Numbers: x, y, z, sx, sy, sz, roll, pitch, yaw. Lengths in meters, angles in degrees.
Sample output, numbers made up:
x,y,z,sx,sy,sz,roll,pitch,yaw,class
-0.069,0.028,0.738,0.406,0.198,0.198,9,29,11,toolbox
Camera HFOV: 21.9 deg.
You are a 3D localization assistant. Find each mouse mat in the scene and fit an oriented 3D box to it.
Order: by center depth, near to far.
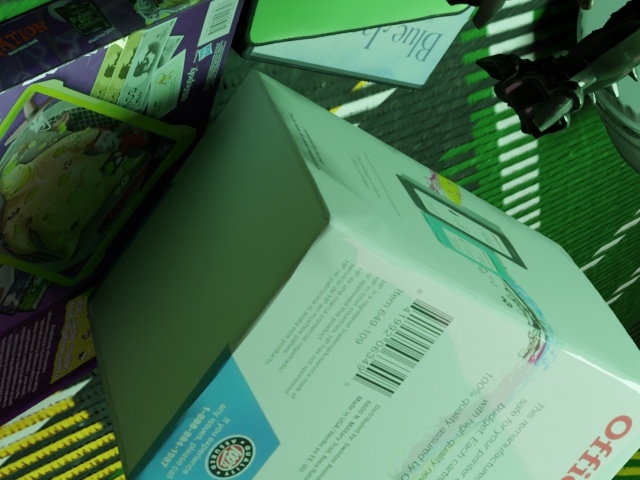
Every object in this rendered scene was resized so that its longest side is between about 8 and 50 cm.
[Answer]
x,y,z,sx,sy,sz,roll,pitch,yaw,class
0.045,-0.193,1.036,0.190,0.007,0.152,-14,140,-34,mouse mat

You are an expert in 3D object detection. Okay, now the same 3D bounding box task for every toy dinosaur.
x,y,z,sx,sy,sz,roll,pitch,yaw,class
0.166,-0.178,0.906,0.218,0.164,0.322,-34,-172,4,toy dinosaur

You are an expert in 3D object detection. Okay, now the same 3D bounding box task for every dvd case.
x,y,z,sx,sy,sz,roll,pitch,yaw,class
0.068,-0.209,1.064,0.180,0.022,0.253,4,129,-47,dvd case

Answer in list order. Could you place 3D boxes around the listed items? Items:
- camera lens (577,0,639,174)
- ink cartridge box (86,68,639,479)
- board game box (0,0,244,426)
x,y,z,sx,sy,sz,roll,pitch,yaw,class
0.353,-0.166,1.520,0.219,0.219,0.274,-48,161,4,camera lens
0.030,0.069,1.020,0.270,0.197,0.198,28,109,-29,ink cartridge box
-0.166,-0.009,1.006,0.208,0.056,0.346,-36,159,-39,board game box
